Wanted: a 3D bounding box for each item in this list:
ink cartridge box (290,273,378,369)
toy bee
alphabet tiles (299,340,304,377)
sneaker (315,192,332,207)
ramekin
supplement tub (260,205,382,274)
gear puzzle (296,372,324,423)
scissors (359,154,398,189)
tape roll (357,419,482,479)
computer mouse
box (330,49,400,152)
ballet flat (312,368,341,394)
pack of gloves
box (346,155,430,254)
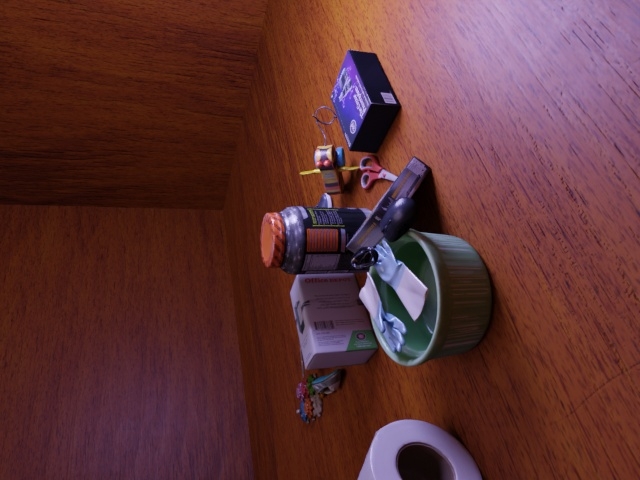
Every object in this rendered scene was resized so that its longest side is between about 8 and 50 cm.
[{"bbox_3d":[0.035,0.252,1.498,0.121,0.211,0.289,112,151,-47],"label":"ink cartridge box"},{"bbox_3d":[0.014,-0.254,1.524,0.195,0.298,0.162,-21,32,26],"label":"toy bee"},{"bbox_3d":[-0.083,0.355,1.851,0.285,0.011,0.342,-106,12,-72],"label":"alphabet tiles"},{"bbox_3d":[-0.047,-0.079,1.781,0.086,0.164,0.226,-121,38,-56],"label":"sneaker"},{"bbox_3d":[0.241,0.123,1.045,0.303,0.148,0.303,180,90,-69],"label":"ramekin"},{"bbox_3d":[0.000,0.000,1.409,0.207,0.338,0.206,-179,90,-69],"label":"supplement tub"},{"bbox_3d":[-0.044,0.654,1.926,0.339,0.044,0.175,123,142,-54],"label":"gear puzzle"},{"bbox_3d":[0.184,-0.208,1.373,0.297,0.021,0.108,-167,79,-70],"label":"scissors"},{"bbox_3d":[0.205,0.545,1.004,0.246,0.246,0.169,-119,35,-52],"label":"tape roll"},{"bbox_3d":[0.130,-0.009,1.020,0.071,0.041,0.242,60,135,24],"label":"computer mouse"},{"bbox_3d":[0.128,-0.425,1.414,0.184,0.103,0.261,112,150,-50],"label":"box"},{"bbox_3d":[0.037,0.525,1.706,0.068,0.072,0.213,55,145,9],"label":"ballet flat"},{"bbox_3d":[0.140,0.122,1.035,0.232,0.046,0.194,-122,37,-54],"label":"pack of gloves"},{"bbox_3d":[0.171,-0.083,1.169,0.231,0.056,0.183,-52,-2,-34],"label":"box"}]
